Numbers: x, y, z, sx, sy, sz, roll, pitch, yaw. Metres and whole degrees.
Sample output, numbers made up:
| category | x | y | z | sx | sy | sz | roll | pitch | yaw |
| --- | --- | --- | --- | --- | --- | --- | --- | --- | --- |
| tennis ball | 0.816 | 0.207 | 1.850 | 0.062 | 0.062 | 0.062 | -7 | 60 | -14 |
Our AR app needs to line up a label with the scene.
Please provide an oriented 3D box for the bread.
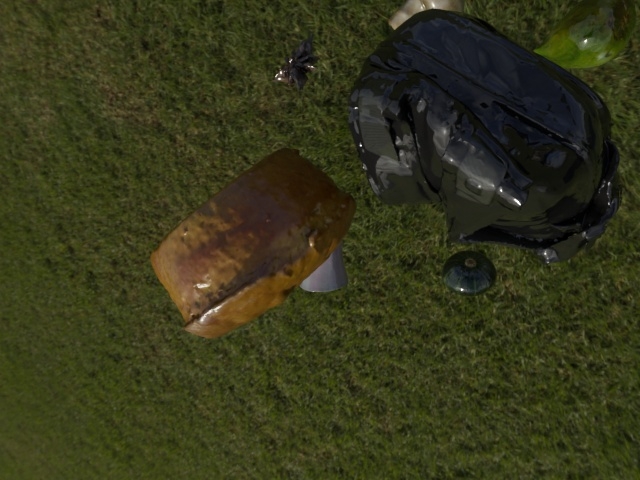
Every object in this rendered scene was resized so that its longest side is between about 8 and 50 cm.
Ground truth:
| category | x | y | z | sx | sy | sz | roll | pitch | yaw |
| --- | --- | --- | --- | --- | --- | --- | --- | --- | --- |
| bread | -0.098 | 0.004 | 0.589 | 0.312 | 0.312 | 0.172 | -37 | 94 | 31 |

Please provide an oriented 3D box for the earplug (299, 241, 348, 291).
| category | x | y | z | sx | sy | sz | roll | pitch | yaw |
| --- | --- | --- | --- | --- | --- | --- | --- | --- | --- |
| earplug | 0.000 | 0.000 | 1.341 | 0.173 | 0.172 | 0.300 | 3 | 108 | 24 |

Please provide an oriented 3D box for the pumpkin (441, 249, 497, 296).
| category | x | y | z | sx | sy | sz | roll | pitch | yaw |
| --- | --- | --- | --- | --- | --- | --- | --- | --- | --- |
| pumpkin | 0.478 | 0.107 | 1.307 | 0.167 | 0.167 | 0.125 | 19 | 152 | 18 |

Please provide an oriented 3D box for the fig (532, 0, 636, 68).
| category | x | y | z | sx | sy | sz | roll | pitch | yaw |
| --- | --- | --- | --- | --- | --- | --- | --- | --- | --- |
| fig | 0.645 | -0.489 | 0.983 | 0.167 | 0.233 | 0.166 | 0 | 79 | 0 |

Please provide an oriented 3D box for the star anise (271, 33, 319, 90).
| category | x | y | z | sx | sy | sz | roll | pitch | yaw |
| --- | --- | --- | --- | --- | --- | --- | --- | --- | --- |
| star anise | -0.048 | -0.410 | 0.921 | 0.124 | 0.056 | 0.129 | 36 | 98 | 38 |

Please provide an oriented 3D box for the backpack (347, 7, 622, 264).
| category | x | y | z | sx | sy | sz | roll | pitch | yaw |
| --- | --- | --- | --- | --- | --- | --- | --- | --- | --- |
| backpack | 0.215 | -0.127 | 0.549 | 0.363 | 0.446 | 0.254 | 41 | 107 | 29 |

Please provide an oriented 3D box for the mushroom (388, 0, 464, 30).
| category | x | y | z | sx | sy | sz | roll | pitch | yaw |
| --- | --- | --- | --- | --- | --- | --- | --- | --- | --- |
| mushroom | 0.301 | -0.675 | 1.125 | 0.209 | 0.206 | 0.206 | -20 | 100 | 54 |
